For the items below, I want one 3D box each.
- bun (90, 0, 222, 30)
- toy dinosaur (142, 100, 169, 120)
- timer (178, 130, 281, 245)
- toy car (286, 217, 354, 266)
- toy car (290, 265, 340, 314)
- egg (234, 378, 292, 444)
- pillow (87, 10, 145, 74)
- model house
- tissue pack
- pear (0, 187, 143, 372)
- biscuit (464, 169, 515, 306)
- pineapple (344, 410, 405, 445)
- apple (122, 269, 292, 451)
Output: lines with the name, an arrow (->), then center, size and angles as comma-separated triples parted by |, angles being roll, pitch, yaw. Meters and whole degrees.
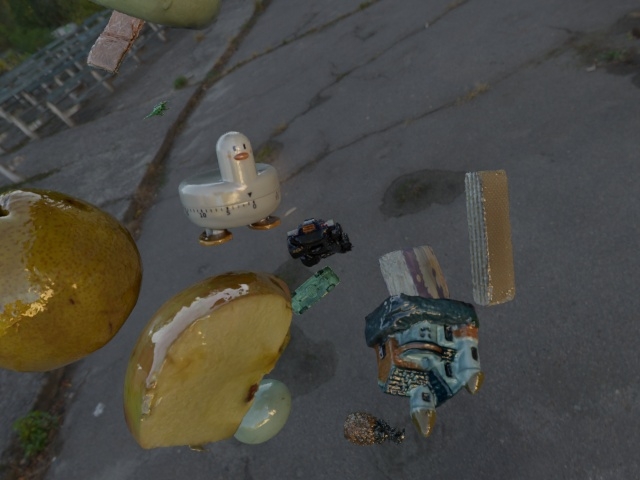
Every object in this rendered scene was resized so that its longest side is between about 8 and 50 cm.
bun -> -0.317, -0.513, 0.765 | 0.293, 0.293, 0.187 | -119, 43, -55
toy dinosaur -> -0.410, -0.322, 1.051 | 0.083, 0.021, 0.062 | -36, 11, -11
timer -> -0.207, -0.130, 0.965 | 0.233, 0.240, 0.233 | -7, 21, 3
toy car -> -0.001, -0.002, 1.414 | 0.193, 0.301, 0.118 | -15, 73, 10
toy car -> -0.030, 0.198, 1.647 | 0.224, 0.090, 0.076 | -39, -9, -6
egg -> -0.164, 0.468, 1.157 | 0.192, 0.149, 0.149 | -40, 35, -2
pillow -> -0.648, -0.641, 1.340 | 0.126, 0.043, 0.232 | 22, 81, 11
model house -> 0.249, 0.294, 0.973 | 0.184, 0.253, 0.291 | 124, 156, -50
tissue pack -> 0.367, 0.146, 1.609 | 0.125, 0.343, 0.242 | -25, 79, 31
pear -> -0.323, 0.039, 0.488 | 0.209, 0.209, 0.209 | -21, 37, 17
biscuit -> 0.542, -0.009, 1.340 | 0.144, 0.426, 0.078 | -6, 4, -28
pineapple -> 0.176, 0.615, 1.354 | 0.197, 0.108, 0.108 | 0, 47, 28
apple -> -0.197, 0.192, 0.773 | 0.314, 0.252, 0.309 | -135, 69, -85
